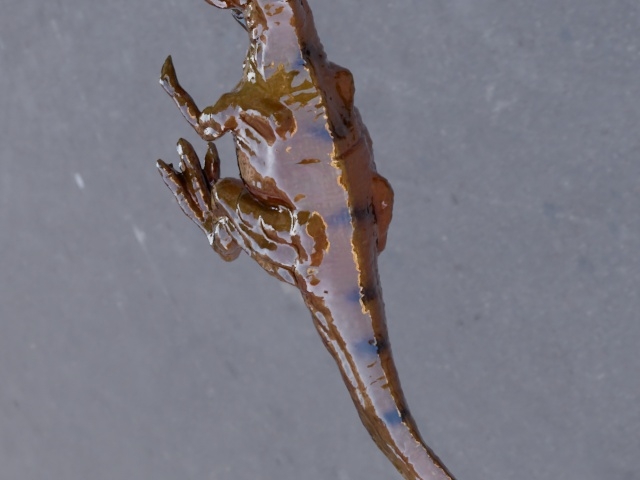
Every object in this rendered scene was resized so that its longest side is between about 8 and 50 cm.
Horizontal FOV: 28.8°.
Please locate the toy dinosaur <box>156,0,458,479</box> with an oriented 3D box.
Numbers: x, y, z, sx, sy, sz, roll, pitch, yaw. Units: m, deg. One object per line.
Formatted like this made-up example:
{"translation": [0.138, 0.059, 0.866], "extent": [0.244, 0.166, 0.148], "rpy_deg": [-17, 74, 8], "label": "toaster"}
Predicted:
{"translation": [0.000, 0.000, 0.719], "extent": [0.432, 0.097, 0.208], "rpy_deg": [64, 162, -11], "label": "toy dinosaur"}
